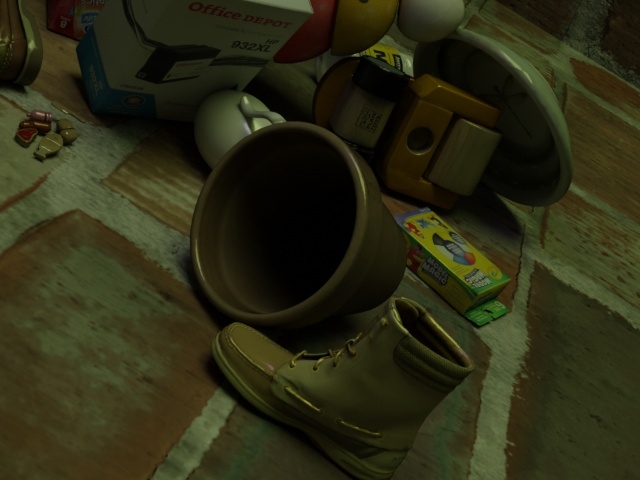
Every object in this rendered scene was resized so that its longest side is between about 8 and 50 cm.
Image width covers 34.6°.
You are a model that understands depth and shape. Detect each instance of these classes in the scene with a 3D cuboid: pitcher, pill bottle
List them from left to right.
[{"bbox_3d":[-0.104,-0.153,1.534,0.125,0.177,0.207,-13,50,-29],"label":"pitcher"},{"bbox_3d":[0.100,-0.352,2.124,0.208,0.119,0.119,0,41,-44],"label":"pill bottle"}]

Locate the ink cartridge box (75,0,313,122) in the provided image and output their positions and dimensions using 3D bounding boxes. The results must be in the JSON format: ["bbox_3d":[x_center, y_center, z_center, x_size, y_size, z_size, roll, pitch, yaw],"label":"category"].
[{"bbox_3d":[-0.193,-0.313,1.529,0.223,0.307,0.129,2,62,-39],"label":"ink cartridge box"}]

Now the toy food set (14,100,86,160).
[{"bbox_3d":[-0.382,-0.151,1.424,0.078,0.019,0.122,33,35,3],"label":"toy food set"}]

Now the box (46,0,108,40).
[{"bbox_3d":[-0.399,-0.455,1.782,0.123,0.128,0.257,17,31,-26],"label":"box"}]

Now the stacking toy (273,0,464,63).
[{"bbox_3d":[0.016,-0.441,1.802,0.480,0.350,0.350,6,31,-2],"label":"stacking toy"}]

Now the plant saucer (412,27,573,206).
[{"bbox_3d":[0.346,-0.249,1.948,0.100,0.400,0.400,-38,66,-17],"label":"plant saucer"}]

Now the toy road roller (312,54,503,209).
[{"bbox_3d":[0.145,-0.222,1.883,0.330,0.202,0.240,20,19,-19],"label":"toy road roller"}]

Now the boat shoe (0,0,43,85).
[{"bbox_3d":[-0.504,-0.354,1.530,0.104,0.110,0.307,7,36,-41],"label":"boat shoe"}]

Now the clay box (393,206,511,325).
[{"bbox_3d":[0.213,0.039,1.669,0.222,0.053,0.127,42,30,20],"label":"clay box"}]

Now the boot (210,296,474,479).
[{"bbox_3d":[0.021,0.130,1.161,0.262,0.203,0.095,37,27,7],"label":"boot"}]

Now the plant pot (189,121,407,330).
[{"bbox_3d":[0.000,0.000,1.345,0.229,0.263,0.263,22,24,-54],"label":"plant pot"}]
